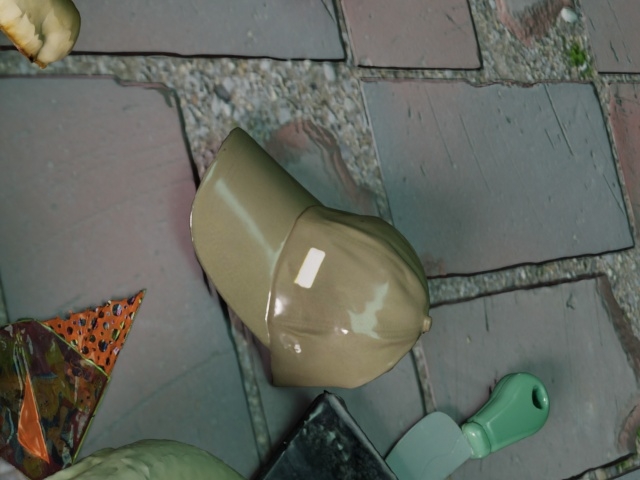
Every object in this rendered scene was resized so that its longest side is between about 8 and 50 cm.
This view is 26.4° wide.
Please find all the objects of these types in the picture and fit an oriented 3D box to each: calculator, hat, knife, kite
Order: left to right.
[{"bbox_3d":[-0.180,0.105,0.865,0.222,0.008,0.125,-11,87,-48],"label":"kite"},{"bbox_3d":[0.000,0.000,1.010,0.173,0.144,0.166,68,34,-40],"label":"hat"},{"bbox_3d":[0.034,0.255,1.022,0.261,0.021,0.161,56,50,-17],"label":"calculator"},{"bbox_3d":[0.109,0.169,1.134,0.260,0.035,0.063,-23,96,-45],"label":"knife"}]

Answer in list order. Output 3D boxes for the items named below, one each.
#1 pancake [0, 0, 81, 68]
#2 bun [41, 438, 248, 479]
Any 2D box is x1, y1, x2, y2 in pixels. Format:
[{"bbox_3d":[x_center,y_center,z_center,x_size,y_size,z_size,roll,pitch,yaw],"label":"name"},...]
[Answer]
[{"bbox_3d":[-0.253,-0.242,0.720,0.065,0.356,0.356,-45,117,-1],"label":"pancake"},{"bbox_3d":[-0.096,0.268,0.774,0.293,0.187,0.293,45,24,-26],"label":"bun"}]
